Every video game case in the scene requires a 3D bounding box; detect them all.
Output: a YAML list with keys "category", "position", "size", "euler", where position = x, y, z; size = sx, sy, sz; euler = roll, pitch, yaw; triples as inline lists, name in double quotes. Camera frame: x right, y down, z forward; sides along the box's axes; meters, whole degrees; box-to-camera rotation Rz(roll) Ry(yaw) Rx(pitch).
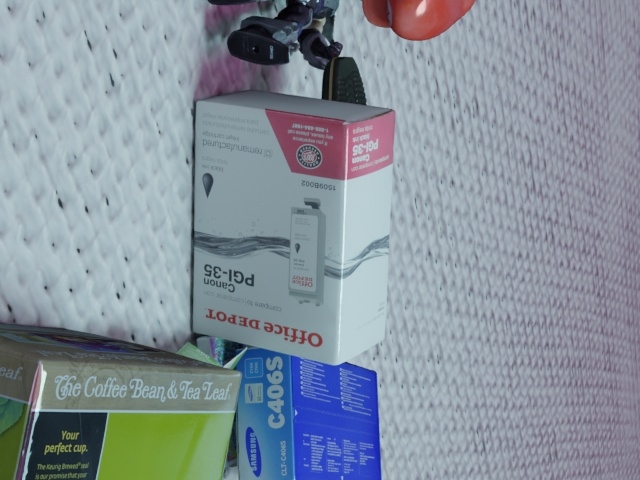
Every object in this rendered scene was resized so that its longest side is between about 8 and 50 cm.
- category: "video game case"
  position: [-0.099, 0.183, 1.721]
  size: [0.143, 0.019, 0.157]
  euler: [-15, 98, -65]

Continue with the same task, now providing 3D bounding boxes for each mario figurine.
- category: "mario figurine"
  position: [0.087, -0.370, 1.779]
  size: [0.198, 0.170, 0.321]
  euler: [29, 38, -27]

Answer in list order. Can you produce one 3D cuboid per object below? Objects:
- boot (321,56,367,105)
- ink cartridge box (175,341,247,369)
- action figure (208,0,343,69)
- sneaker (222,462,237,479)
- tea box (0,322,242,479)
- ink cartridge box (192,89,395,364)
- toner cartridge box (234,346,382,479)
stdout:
- category: "boot"
  position: [-0.019, -0.123, 1.702]
  size: [0.077, 0.137, 0.198]
  euler: [-14, 108, -58]
- category: "ink cartridge box"
  position: [-0.167, 0.190, 1.539]
  size: [0.171, 0.056, 0.235]
  euler: [-55, 179, 12]
- category: "action figure"
  position: [-0.023, -0.285, 1.672]
  size: [0.285, 0.099, 0.185]
  euler: [-39, 124, -57]
- category: "sneaker"
  position: [-0.134, 0.256, 1.710]
  size: [0.135, 0.052, 0.058]
  euler: [-36, 121, -62]
- category: "tea box"
  position: [-0.264, 0.244, 1.265]
  size: [0.329, 0.220, 0.324]
  euler: [16, 86, -63]
- category: "ink cartridge box"
  position: [-0.032, -0.018, 1.623]
  size: [0.117, 0.207, 0.283]
  euler: [-23, 119, -57]
- category: "toner cartridge box"
  position: [-0.008, 0.233, 1.803]
  size: [0.348, 0.075, 0.165]
  euler: [30, 55, -68]
